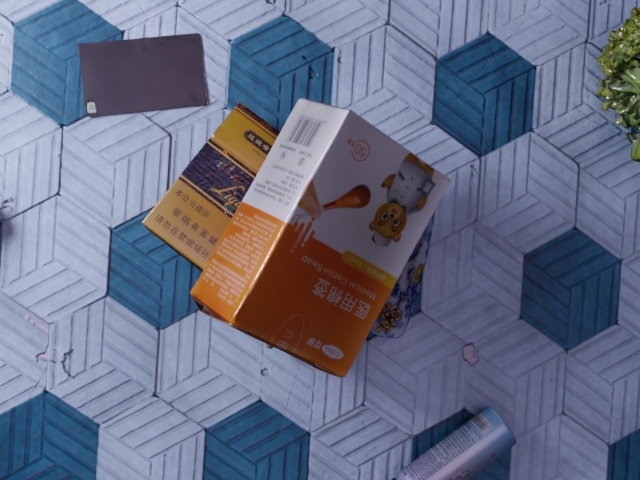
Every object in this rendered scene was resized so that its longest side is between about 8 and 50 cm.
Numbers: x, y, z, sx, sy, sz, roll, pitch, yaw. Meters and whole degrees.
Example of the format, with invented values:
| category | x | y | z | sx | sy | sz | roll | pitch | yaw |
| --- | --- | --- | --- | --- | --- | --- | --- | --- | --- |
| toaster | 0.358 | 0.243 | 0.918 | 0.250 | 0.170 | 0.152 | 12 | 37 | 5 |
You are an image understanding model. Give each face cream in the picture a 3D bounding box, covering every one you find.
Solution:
| category | x | y | z | sx | sy | sz | roll | pitch | yaw |
| --- | --- | --- | --- | --- | --- | --- | --- | --- | --- |
| face cream | 0.199 | 0.359 | 1.452 | 0.229 | 0.075 | 0.075 | -35 | 94 | -4 |

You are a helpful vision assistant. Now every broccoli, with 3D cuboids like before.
| category | x | y | z | sx | sy | sz | roll | pitch | yaw |
| --- | --- | --- | --- | --- | --- | --- | --- | --- | --- |
| broccoli | 0.506 | -0.256 | 1.411 | 0.180 | 0.242 | 0.273 | 38 | 80 | 16 |

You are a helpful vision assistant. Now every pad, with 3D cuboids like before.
| category | x | y | z | sx | sy | sz | roll | pitch | yaw |
| --- | --- | --- | --- | --- | --- | --- | --- | --- | --- |
| pad | -0.276 | -0.259 | 1.426 | 0.193 | 0.004 | 0.116 | -7 | 92 | -6 |

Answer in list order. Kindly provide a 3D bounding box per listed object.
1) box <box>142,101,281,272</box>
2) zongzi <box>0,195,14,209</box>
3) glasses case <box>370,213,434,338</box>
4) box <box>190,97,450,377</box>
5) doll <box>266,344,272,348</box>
| category | x | y | z | sx | sy | sz | roll | pitch | yaw |
| --- | --- | --- | --- | --- | --- | --- | --- | --- | --- |
| box | -0.135 | -0.069 | 1.377 | 0.152 | 0.070 | 0.237 | 38 | 83 | 3 |
| zongzi | -0.558 | -0.066 | 1.380 | 0.154 | 0.062 | 0.130 | -34 | 82 | -10 |
| glasses case | 0.120 | 0.030 | 1.434 | 0.087 | 0.065 | 0.248 | 14 | 88 | -32 |
| box | 0.000 | 0.000 | 1.313 | 0.225 | 0.143 | 0.341 | 30 | 88 | -33 |
| doll | -0.038 | 0.157 | 1.435 | 0.093 | 0.051 | 0.061 | 23 | 113 | -3 |
